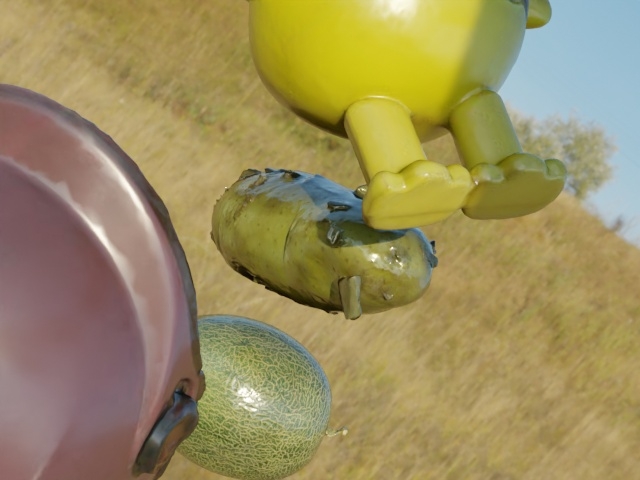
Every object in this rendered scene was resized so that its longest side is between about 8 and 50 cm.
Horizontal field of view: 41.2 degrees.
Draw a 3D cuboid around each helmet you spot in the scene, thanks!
[{"bbox_3d":[-0.227,0.093,0.484,0.271,0.338,0.197,35,41,2],"label":"helmet"}]

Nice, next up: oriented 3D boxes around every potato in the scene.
[{"bbox_3d":[0.000,0.000,0.576,0.117,0.090,0.225,0,11,-28],"label":"potato"}]

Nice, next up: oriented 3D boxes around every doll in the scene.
[{"bbox_3d":[0.032,-0.162,0.506,0.199,0.145,0.363,-3,57,-21],"label":"doll"}]

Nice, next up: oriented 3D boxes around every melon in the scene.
[{"bbox_3d":[-0.066,0.139,0.750,0.192,0.139,0.139,23,6,-4],"label":"melon"}]
